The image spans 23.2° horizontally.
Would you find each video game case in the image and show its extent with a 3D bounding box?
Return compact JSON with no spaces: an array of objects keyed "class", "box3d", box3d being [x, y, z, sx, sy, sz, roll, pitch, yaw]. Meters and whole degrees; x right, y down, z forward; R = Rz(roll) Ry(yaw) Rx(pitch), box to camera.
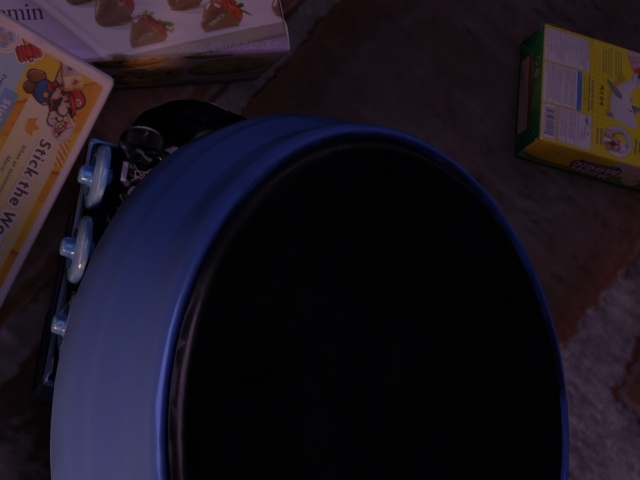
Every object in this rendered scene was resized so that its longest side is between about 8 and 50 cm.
[{"class":"video game case","box3d":[-0.261,-0.049,0.937,0.206,0.026,0.227,30,78,-25]}]

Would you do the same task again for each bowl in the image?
[{"class":"bowl","box3d":[0.018,0.114,0.928,0.391,0.077,0.391,8,79,-47]}]

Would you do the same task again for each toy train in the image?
[{"class":"toy train","box3d":[-0.131,0.021,0.980,0.080,0.105,0.184,13,68,-18]}]

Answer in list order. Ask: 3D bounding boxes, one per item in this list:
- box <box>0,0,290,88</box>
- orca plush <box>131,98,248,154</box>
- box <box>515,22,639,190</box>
[{"class":"box","box3d":[-0.179,-0.136,1.034,0.324,0.067,0.063,-6,77,-28]},{"class":"orca plush","box3d":[0.000,0.000,1.050,0.151,0.102,0.287,-39,92,-30]},{"class":"box","box3d":[0.243,-0.097,1.233,0.179,0.043,0.105,14,67,-18]}]
